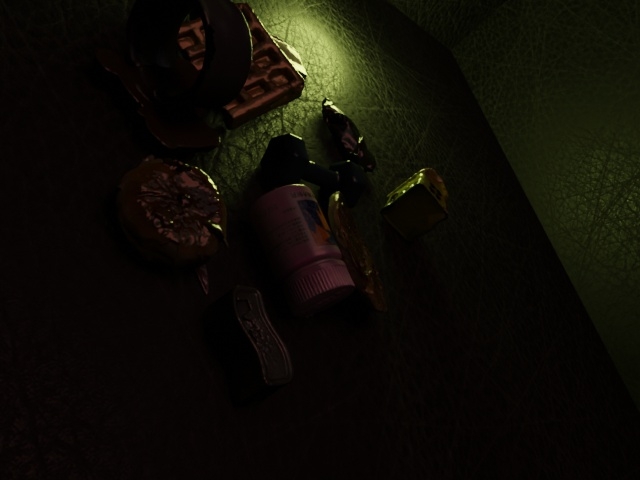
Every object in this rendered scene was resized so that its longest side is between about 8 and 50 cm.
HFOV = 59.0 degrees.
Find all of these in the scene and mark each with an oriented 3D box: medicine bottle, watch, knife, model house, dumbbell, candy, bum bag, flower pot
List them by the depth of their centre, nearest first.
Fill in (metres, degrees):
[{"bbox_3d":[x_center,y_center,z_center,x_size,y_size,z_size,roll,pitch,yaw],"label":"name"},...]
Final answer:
[{"bbox_3d":[-0.148,0.212,1.158,0.103,0.108,0.229,-2,62,-52],"label":"flower pot"},{"bbox_3d":[-0.287,0.011,1.267,0.035,0.018,0.247,3,59,-52],"label":"knife"},{"bbox_3d":[-0.314,-0.422,1.358,0.314,0.327,0.335,-15,71,-54],"label":"watch"},{"bbox_3d":[-0.048,0.024,1.393,0.178,0.178,0.291,0,57,-50],"label":"medicine bottle"},{"bbox_3d":[-0.017,-0.197,1.671,0.324,0.160,0.144,17,18,-41],"label":"dumbbell"},{"bbox_3d":[-0.178,-0.605,1.889,0.265,0.116,0.156,8,52,-46],"label":"candy"},{"bbox_3d":[0.351,-0.137,2.023,0.175,0.193,0.234,47,31,-6],"label":"model house"},{"bbox_3d":[0.099,-0.386,2.052,0.326,0.079,0.142,57,30,8],"label":"bum bag"}]

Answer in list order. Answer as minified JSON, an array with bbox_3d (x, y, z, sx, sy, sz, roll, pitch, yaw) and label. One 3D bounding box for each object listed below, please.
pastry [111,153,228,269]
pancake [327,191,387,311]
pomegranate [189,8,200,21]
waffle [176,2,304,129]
[{"bbox_3d":[-0.310,-0.059,1.190,0.257,0.121,0.236,27,47,-25],"label":"pastry"},{"bbox_3d":[0.101,0.040,1.559,0.356,0.065,0.356,60,11,-21],"label":"pancake"},{"bbox_3d":[-0.347,-0.702,1.775,0.130,0.130,0.130,31,38,-29],"label":"pomegranate"},{"bbox_3d":[-0.241,-0.526,1.662,0.304,0.077,0.348,-36,90,-30],"label":"waffle"}]
